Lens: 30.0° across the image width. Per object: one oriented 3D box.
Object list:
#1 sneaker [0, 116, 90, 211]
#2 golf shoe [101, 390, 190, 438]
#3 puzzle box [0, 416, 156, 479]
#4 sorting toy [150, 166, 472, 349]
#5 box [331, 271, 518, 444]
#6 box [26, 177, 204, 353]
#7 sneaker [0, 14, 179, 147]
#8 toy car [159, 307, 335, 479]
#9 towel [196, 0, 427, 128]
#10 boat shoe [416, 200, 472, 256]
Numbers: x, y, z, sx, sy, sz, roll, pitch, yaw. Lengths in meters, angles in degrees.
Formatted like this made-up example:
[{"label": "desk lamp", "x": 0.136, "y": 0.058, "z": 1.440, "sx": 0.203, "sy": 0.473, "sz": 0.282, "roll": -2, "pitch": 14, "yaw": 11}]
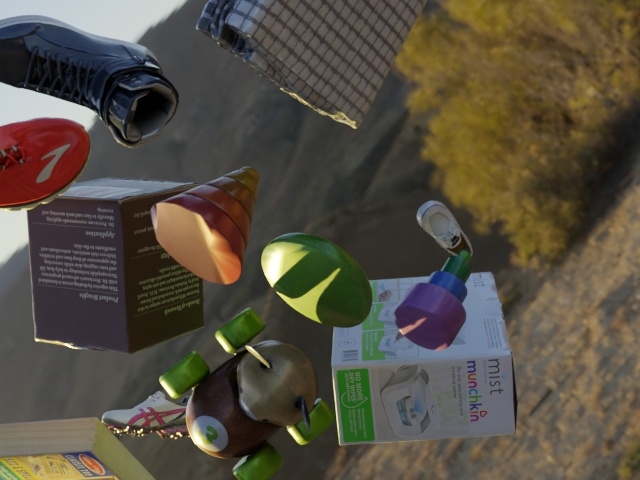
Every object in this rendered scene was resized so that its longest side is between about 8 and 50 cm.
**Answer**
[{"label": "sneaker", "x": -0.397, "y": -0.080, "z": 1.377, "sx": 0.279, "sy": 0.107, "sz": 0.118, "roll": -16, "pitch": 0, "yaw": -17}, {"label": "golf shoe", "x": -0.322, "y": 0.325, "z": 2.232, "sx": 0.067, "sy": 0.186, "sz": 0.085, "roll": -24, "pitch": 64, "yaw": 54}, {"label": "puzzle box", "x": -0.380, "y": 0.378, "z": 1.776, "sx": 0.409, "sy": 0.272, "sz": 0.052, "roll": 65, "pitch": -158, "yaw": -54}, {"label": "sorting toy", "x": 0.000, "y": 0.000, "z": 1.267, "sx": 0.126, "sy": 0.366, "sz": 0.127, "roll": -55, "pitch": -29, "yaw": -33}, {"label": "box", "x": 0.136, "y": 0.150, "z": 1.614, "sx": 0.262, "sy": 0.231, "sz": 0.126, "roll": -86, "pitch": -8, "yaw": -68}, {"label": "box", "x": -0.269, "y": 0.027, "z": 1.583, "sx": 0.169, "sy": 0.203, "sz": 0.167, "roll": 5, "pitch": 13, "yaw": 30}, {"label": "sneaker", "x": -0.266, "y": -0.175, "z": 1.316, "sx": 0.163, "sy": 0.226, "sz": 0.086, "roll": 56, "pitch": 135, "yaw": 51}, {"label": "toy car", "x": -0.060, "y": 0.158, "z": 1.211, "sx": 0.149, "sy": 0.155, "sz": 0.188, "roll": -39, "pitch": 2, "yaw": -16}, {"label": "towel", "x": -0.003, "y": -0.285, "z": 1.382, "sx": 0.235, "sy": 0.121, "sz": 0.284, "roll": -60, "pitch": -34, "yaw": 1}, {"label": "boat shoe", "x": 0.139, "y": -0.008, "z": 1.302, "sx": 0.035, "sy": 0.100, "sz": 0.035, "roll": -43, "pitch": 48, "yaw": -1}]
